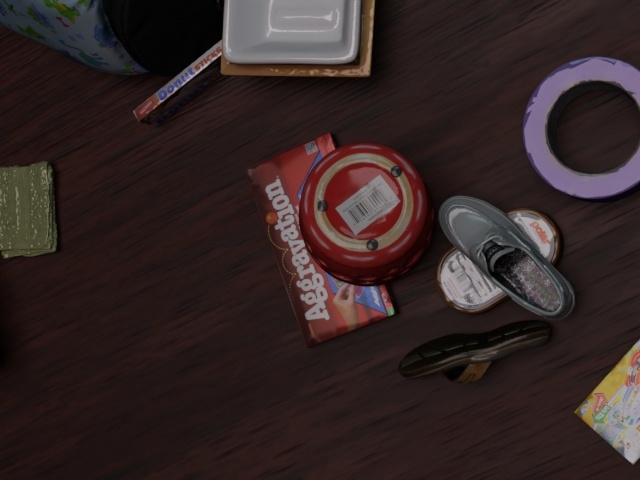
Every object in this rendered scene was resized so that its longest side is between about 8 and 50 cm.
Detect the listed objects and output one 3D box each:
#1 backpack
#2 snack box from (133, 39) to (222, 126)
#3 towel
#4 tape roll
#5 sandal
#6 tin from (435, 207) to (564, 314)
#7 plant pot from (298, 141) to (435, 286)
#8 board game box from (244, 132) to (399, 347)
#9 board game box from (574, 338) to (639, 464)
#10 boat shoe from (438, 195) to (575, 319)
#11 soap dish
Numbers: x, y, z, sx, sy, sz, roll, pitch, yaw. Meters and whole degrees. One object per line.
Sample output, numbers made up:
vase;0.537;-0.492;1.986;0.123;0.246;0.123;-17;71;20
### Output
backpack;-0.352;-0.389;1.857;0.273;0.290;0.355;-44;68;-5
snack box;-0.197;-0.235;1.907;0.178;0.064;0.022;-37;77;14
towel;-0.465;-0.048;2.010;0.110;0.027;0.148;-5;87;20
tape roll;0.370;-0.146;1.702;0.189;0.080;0.189;-1;88;19
sandal;0.214;0.162;1.751;0.219;0.090;0.060;-15;105;11
tin;0.246;0.030;1.760;0.190;0.040;0.106;-34;82;14
plant pot;0.060;-0.041;1.734;0.191;0.174;0.191;-1;80;5
board game box;0.000;0.000;1.849;0.145;0.027;0.281;-23;80;17
board game box;0.428;0.206;1.693;0.103;0.026;0.154;42;100;15
boat shoe;0.246;0.019;1.698;0.227;0.081;0.079;42;100;15
soap dish;-0.021;-0.375;1.825;0.229;0.118;0.290;3;89;19
